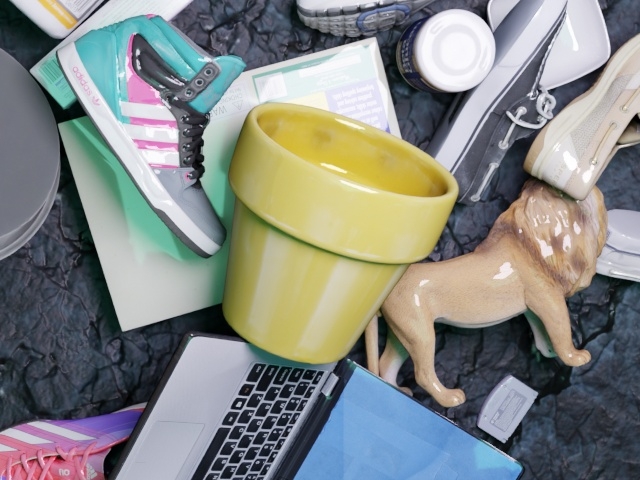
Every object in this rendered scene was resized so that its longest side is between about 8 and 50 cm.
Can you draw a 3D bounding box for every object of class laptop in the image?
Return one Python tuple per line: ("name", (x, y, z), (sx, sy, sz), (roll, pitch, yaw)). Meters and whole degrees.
("laptop", (-0.037, 0.345, 1.274), (0.407, 0.236, 0.382), (15, 109, -47))

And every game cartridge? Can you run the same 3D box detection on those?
("game cartridge", (0.250, 0.226, 1.446), (0.056, 0.017, 0.083), (34, 92, -14))

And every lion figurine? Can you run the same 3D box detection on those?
("lion figurine", (0.194, 0.065, 1.355), (0.392, 0.142, 0.240), (-20, 97, -2))

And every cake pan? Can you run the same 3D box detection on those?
("cake pan", (-0.423, -0.113, 1.207), (0.293, 0.054, 0.293), (12, 70, -35))

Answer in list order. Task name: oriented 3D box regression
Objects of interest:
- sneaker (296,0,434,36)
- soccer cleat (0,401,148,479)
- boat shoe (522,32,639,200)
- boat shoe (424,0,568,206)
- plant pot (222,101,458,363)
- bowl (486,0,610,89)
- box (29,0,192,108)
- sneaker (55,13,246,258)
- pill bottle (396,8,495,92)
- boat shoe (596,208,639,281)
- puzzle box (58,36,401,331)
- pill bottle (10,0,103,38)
("sneaker", (0.103, -0.344, 1.317), (0.297, 0.111, 0.129), (-22, 84, -8))
("soccer cleat", (-0.309, 0.276, 1.325), (0.318, 0.116, 0.109), (-12, 99, -6))
("boat shoe", (0.377, -0.159, 1.321), (0.098, 0.109, 0.302), (38, 63, 21))
("boat shoe", (0.228, -0.166, 1.296), (0.104, 0.113, 0.306), (25, 118, -9))
("plant pot", (0.000, 0.000, 1.224), (0.253, 0.254, 0.239), (17, 111, -10))
("bowl", (0.286, -0.269, 1.364), (0.142, 0.053, 0.142), (-23, 100, -3))
("box", (-0.208, -0.285, 1.289), (0.324, 0.063, 0.067), (-42, 103, 0))
("sneaker", (-0.151, -0.140, 1.239), (0.178, 0.124, 0.296), (-32, 104, 3))
("pill bottle", (0.144, -0.226, 1.290), (0.094, 0.169, 0.094), (-1, 97, -8))
("boat shoe", (0.484, 0.029, 1.416), (0.267, 0.096, 0.088), (7, 125, -14))
("puzzle box", (-0.091, -0.071, 1.340), (0.408, 0.052, 0.272), (-16, 99, -6))
("pill bottle", (-0.262, -0.380, 1.219), (0.162, 0.162, 0.278), (44, 90, -11))
